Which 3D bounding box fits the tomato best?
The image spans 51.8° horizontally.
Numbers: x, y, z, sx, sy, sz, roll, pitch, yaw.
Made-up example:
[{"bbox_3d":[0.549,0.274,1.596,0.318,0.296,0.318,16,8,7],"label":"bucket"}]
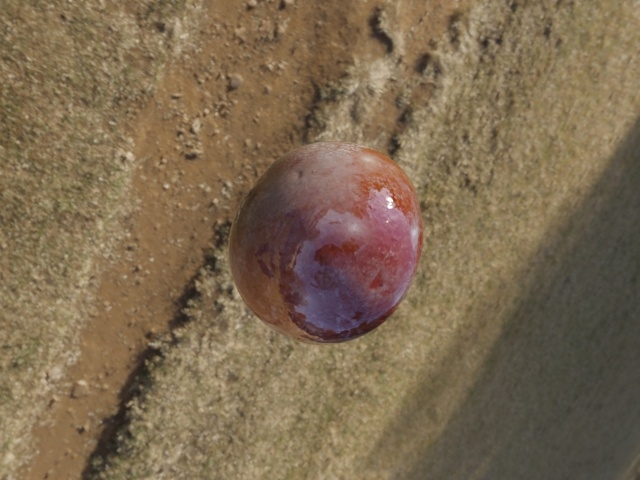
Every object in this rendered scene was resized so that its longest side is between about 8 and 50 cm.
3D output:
[{"bbox_3d":[0.000,0.000,0.848,0.227,0.270,0.270,25,101,-21],"label":"tomato"}]
